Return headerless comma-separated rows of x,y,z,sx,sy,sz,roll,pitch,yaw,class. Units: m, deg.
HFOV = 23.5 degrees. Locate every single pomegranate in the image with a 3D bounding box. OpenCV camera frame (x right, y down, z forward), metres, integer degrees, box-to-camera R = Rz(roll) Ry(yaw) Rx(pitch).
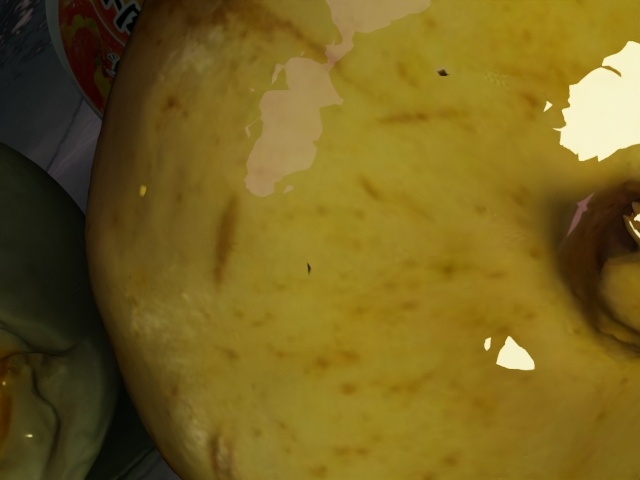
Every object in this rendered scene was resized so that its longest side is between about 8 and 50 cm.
0.075,-0.012,0.569,0.342,0.342,0.342,-34,34,27,pomegranate

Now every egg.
-0.276,0.055,1.010,0.278,0.278,0.336,-49,36,3,egg

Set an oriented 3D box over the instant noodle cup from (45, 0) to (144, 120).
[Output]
-0.040,-0.174,0.993,0.200,0.264,0.264,-35,32,41,instant noodle cup
